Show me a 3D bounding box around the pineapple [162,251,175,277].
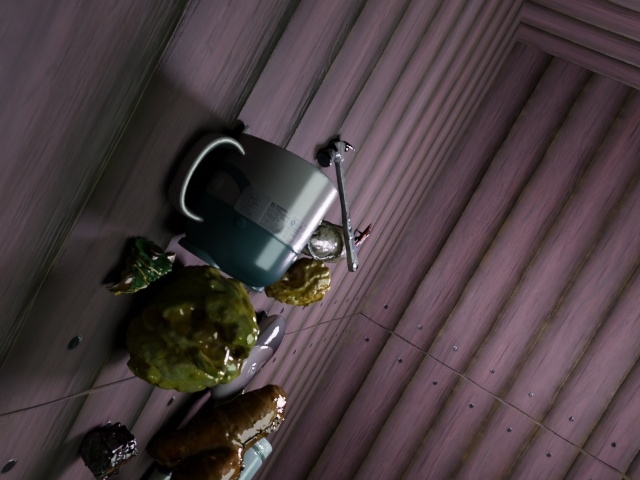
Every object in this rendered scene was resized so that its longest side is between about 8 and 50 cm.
[{"bbox_3d":[-0.301,0.050,0.957,0.045,0.019,0.083,-68,165,17],"label":"pineapple"}]

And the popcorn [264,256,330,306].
[{"bbox_3d":[-0.069,0.126,1.506,0.194,0.140,0.163,-13,164,-12],"label":"popcorn"}]

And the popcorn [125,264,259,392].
[{"bbox_3d":[-0.246,0.186,1.007,0.250,0.235,0.242,-47,-178,2],"label":"popcorn"}]

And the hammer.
[{"bbox_3d":[0.067,-0.086,1.505,0.152,0.044,0.426,-44,134,-48],"label":"hammer"}]

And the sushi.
[{"bbox_3d":[-0.449,0.445,1.085,0.098,0.094,0.084,-47,164,17],"label":"sushi"}]

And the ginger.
[{"bbox_3d":[-0.255,0.583,1.482,0.418,0.254,0.176,-25,174,-34],"label":"ginger"}]

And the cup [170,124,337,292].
[{"bbox_3d":[-0.135,-0.068,0.948,0.290,0.219,0.257,38,83,-43],"label":"cup"}]

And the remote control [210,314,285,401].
[{"bbox_3d":[-0.218,0.360,1.590,0.332,0.104,0.221,-47,166,-40],"label":"remote control"}]

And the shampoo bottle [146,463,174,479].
[{"bbox_3d":[-0.506,0.761,1.489,0.359,0.078,0.134,-54,162,-17],"label":"shampoo bottle"}]

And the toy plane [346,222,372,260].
[{"bbox_3d":[0.156,0.003,2.150,0.189,0.061,0.130,-63,163,-4],"label":"toy plane"}]

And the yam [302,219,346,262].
[{"bbox_3d":[0.000,0.000,1.560,0.133,0.133,0.330,-61,160,5],"label":"yam"}]

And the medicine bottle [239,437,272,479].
[{"bbox_3d":[-0.354,0.939,2.105,0.318,0.158,0.158,-47,160,-36],"label":"medicine bottle"}]

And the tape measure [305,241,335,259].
[{"bbox_3d":[-0.007,-0.047,1.340,0.330,0.084,0.164,37,82,-45],"label":"tape measure"}]

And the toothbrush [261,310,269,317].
[{"bbox_3d":[-0.169,0.272,1.735,0.019,0.016,0.219,-54,163,-14],"label":"toothbrush"}]

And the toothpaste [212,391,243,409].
[{"bbox_3d":[-0.326,0.623,1.607,0.110,0.077,0.327,96,10,-53],"label":"toothpaste"}]

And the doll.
[{"bbox_3d":[-0.302,0.061,0.874,0.113,0.077,0.078,-61,172,8],"label":"doll"}]
